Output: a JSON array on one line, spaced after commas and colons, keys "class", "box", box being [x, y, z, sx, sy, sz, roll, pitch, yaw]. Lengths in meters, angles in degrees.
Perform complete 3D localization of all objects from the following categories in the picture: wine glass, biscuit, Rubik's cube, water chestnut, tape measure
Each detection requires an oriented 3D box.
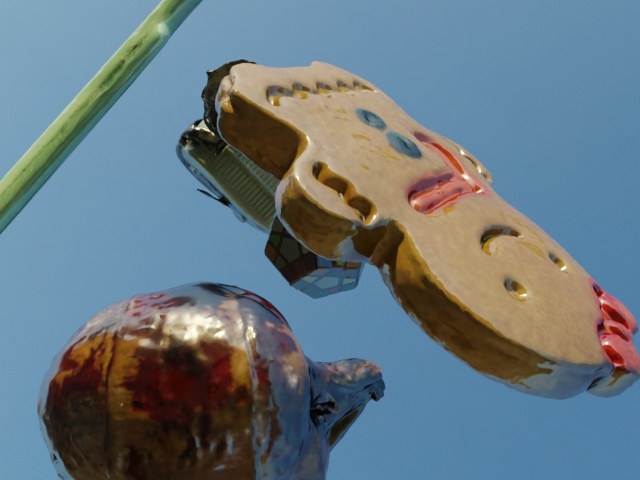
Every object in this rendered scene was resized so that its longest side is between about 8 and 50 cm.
[{"class": "wine glass", "box": [-0.081, -0.197, 1.373, 0.122, 0.183, 0.122, 3, -82, 19]}, {"class": "biscuit", "box": [0.054, -0.011, 0.443, 0.225, 0.166, 0.036, 46, -60, 20]}, {"class": "Rubik's cube", "box": [0.000, 0.000, 1.083, 0.133, 0.133, 0.111, 6, -49, 31]}, {"class": "water chestnut", "box": [-0.097, 0.151, 0.822, 0.289, 0.244, 0.289, 28, -31, 19]}, {"class": "tape measure", "box": [-0.136, -0.104, 1.462, 0.207, 0.235, 0.115, 43, -95, -18]}]

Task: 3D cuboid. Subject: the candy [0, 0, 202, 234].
[{"class": "candy", "box": [-0.179, 0.012, 0.458, 0.119, 0.119, 0.439, 23, -114, 27]}]
